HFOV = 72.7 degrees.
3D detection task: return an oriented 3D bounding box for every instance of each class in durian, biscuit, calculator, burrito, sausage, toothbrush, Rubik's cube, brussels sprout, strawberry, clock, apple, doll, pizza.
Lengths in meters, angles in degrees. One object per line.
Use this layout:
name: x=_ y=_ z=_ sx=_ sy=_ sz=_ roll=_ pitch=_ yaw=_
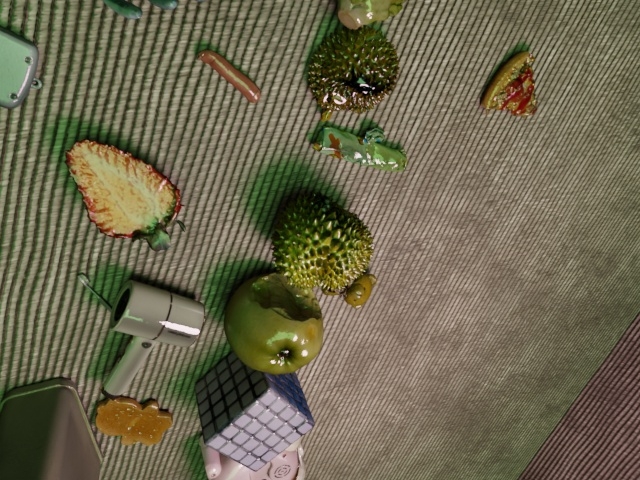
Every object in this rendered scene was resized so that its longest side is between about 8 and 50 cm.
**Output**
durian: x=0.078 y=-0.372 z=0.997 sx=0.194 sy=0.137 sz=0.237 roll=20 pitch=108 yaw=-29
biscuit: x=-0.552 y=0.526 z=1.275 sx=0.226 sy=0.036 sz=0.165 roll=31 pitch=101 yaw=-29
calculator: x=-0.636 y=-0.340 z=0.778 sx=0.246 sy=0.045 sz=0.141 roll=23 pitch=106 yaw=-30
burrito: x=0.116 y=-0.247 z=1.131 sx=0.288 sy=0.054 sz=0.104 roll=11 pitch=109 yaw=-25
sausage: x=-0.196 y=-0.362 z=0.951 sx=0.158 sy=0.036 sz=0.042 roll=32 pitch=89 yaw=-31
durian: x=-0.001 y=-0.003 z=1.090 sx=0.292 sy=0.291 sz=0.224 roll=-8 pitch=122 yaw=-18
toothbrush: x=-0.543 y=0.155 z=1.095 sx=0.017 sy=0.014 sz=0.194 roll=-30 pitch=123 yaw=-9
Rubik's cube: x=-0.196 y=0.475 z=1.273 sx=0.238 sy=0.237 sz=0.237 roll=-40 pitch=122 yaw=1
brussels sprout: x=0.104 y=-0.544 z=0.917 sx=0.183 sy=0.131 sz=0.145 roll=-41 pitch=133 yaw=-20
strawberry: x=-0.422 y=-0.101 z=0.963 sx=0.188 sy=0.106 sz=0.286 roll=-39 pitch=111 yaw=-5
clock: x=-0.212 y=0.738 z=1.451 sx=0.326 sy=0.184 sz=0.341 roll=-14 pitch=126 yaw=-20
apple: x=-0.126 y=0.223 z=1.170 sx=0.280 sy=0.279 sz=0.278 roll=-10 pitch=119 yaw=-17
doll: x=0.069 y=0.129 z=1.285 sx=0.210 sy=0.097 sz=0.137 roll=26 pitch=110 yaw=-25
pizza: x=0.558 y=-0.408 z=1.219 sx=0.199 sy=0.062 sz=0.188 roll=25 pitch=107 yaw=-32

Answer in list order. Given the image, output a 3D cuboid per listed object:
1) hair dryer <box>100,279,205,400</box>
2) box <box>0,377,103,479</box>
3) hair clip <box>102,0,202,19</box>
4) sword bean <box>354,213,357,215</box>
hair dryer: x=-0.473 y=0.281 z=1.121 sx=0.203 sy=0.128 sz=0.361 roll=26 pitch=106 yaw=-35
box: x=-0.674 y=0.595 z=1.077 sx=0.178 sy=0.344 sz=0.351 roll=-11 pitch=119 yaw=-19
hair clip: x=-0.244 y=-0.519 z=0.682 sx=0.318 sy=0.392 sz=0.238 roll=-36 pitch=141 yaw=-32
sword bean: x=0.084 y=-0.039 z=1.249 sx=0.012 sy=0.012 sz=0.083 roll=23 pitch=105 yaw=-30
